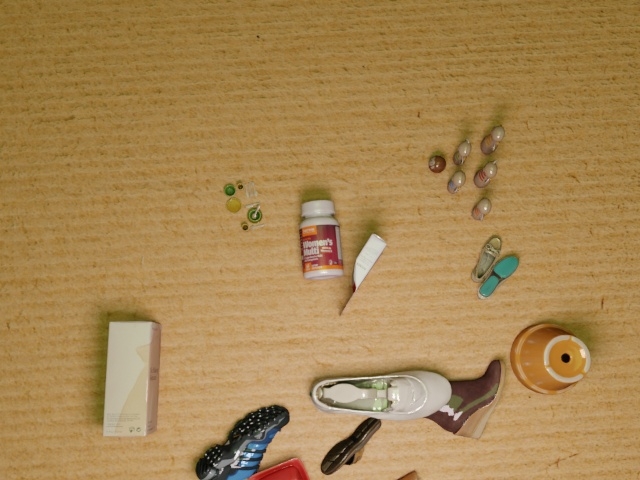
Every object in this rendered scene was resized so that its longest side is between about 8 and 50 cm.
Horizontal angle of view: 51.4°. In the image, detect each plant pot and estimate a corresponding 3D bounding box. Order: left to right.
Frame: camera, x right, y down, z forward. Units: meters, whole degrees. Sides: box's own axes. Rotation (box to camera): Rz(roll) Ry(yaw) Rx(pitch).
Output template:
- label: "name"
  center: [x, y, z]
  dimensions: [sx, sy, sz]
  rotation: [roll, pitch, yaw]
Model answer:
- label: "plant pot"
  center: [0.660, 0.332, 1.866]
  dimensions: [0.205, 0.188, 0.205]
  rotation: [0, 80, -1]

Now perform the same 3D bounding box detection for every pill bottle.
- label: "pill bottle"
  center: [0.000, 0.000, 1.955]
  dimensions: [0.121, 0.121, 0.221]
  rotation: [-5, 80, -1]

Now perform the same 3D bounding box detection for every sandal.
- label: "sandal"
  center: [0.095, 0.590, 1.883]
  dimensions: [0.219, 0.090, 0.060]
  rotation: [-41, 105, -14]

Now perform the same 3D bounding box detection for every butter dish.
- label: "butter dish"
  center: [-0.098, 0.706, 1.817]
  dimensions: [0.160, 0.118, 0.160]
  rotation: [-21, 106, -3]

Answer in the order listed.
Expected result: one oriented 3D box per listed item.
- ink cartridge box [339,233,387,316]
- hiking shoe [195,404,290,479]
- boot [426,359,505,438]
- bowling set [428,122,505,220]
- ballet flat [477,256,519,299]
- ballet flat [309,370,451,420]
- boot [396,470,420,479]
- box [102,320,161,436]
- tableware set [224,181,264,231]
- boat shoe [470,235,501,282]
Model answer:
- label: "ink cartridge box"
  center: [0.102, 0.102, 1.903]
  dimensions: [0.066, 0.189, 0.232]
  rotation: [37, 83, 6]
- label: "hiking shoe"
  center: [-0.203, 0.590, 1.876]
  dimensions: [0.304, 0.113, 0.132]
  rotation: [-36, 112, -12]
- label: "boot"
  center: [0.398, 0.425, 1.897]
  dimensions: [0.207, 0.090, 0.248]
  rotation: [24, 84, 2]
- label: "bowling set"
  center: [0.427, -0.208, 1.976]
  dimensions: [0.200, 0.154, 0.287]
  rotation: [8, 80, 1]
- label: "ballet flat"
  center: [0.522, 0.111, 1.975]
  dimensions: [0.168, 0.052, 0.057]
  rotation: [-42, 73, -13]
- label: "ballet flat"
  center: [0.161, 0.431, 1.844]
  dimensions: [0.400, 0.139, 0.139]
  rotation: [-3, 80, 9]
- label: "boot"
  center: [0.188, 0.813, 1.844]
  dimensions: [0.280, 0.096, 0.264]
  rotation: [-15, 73, -12]
- label: "box"
  center: [-0.528, 0.385, 1.874]
  dimensions: [0.121, 0.148, 0.311]
  rotation: [1, 81, -1]
- label: "tableware set"
  center: [-0.234, -0.103, 2.021]
  dimensions: [0.104, 0.024, 0.154]
  rotation: [-14, 81, -2]
- label: "boat shoe"
  center: [0.499, 0.055, 1.984]
  dimensions: [0.056, 0.048, 0.153]
  rotation: [33, 82, 5]
